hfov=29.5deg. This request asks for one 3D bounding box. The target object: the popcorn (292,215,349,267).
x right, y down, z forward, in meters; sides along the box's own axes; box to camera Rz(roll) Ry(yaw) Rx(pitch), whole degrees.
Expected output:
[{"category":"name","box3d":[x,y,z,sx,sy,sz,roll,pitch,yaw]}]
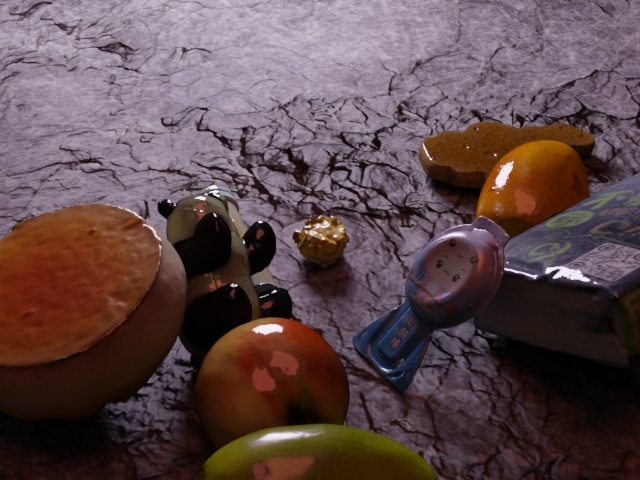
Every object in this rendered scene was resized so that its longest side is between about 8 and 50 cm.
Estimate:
[{"category":"popcorn","box3d":[0.000,0.000,1.750,0.083,0.057,0.082,5,43,-9]}]

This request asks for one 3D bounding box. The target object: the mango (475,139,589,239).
[{"category":"mango","box3d":[0.326,-0.068,1.825,0.154,0.126,0.252,36,49,9]}]

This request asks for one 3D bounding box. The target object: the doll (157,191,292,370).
[{"category":"doll","box3d":[-0.132,0.042,1.547,0.143,0.135,0.234,17,58,-58]}]

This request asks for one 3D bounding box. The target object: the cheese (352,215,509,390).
[{"category":"cheese","box3d":[0.149,0.073,1.577,0.244,0.052,0.135,-49,48,3]}]

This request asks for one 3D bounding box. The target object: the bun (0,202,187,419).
[{"category":"bun","box3d":[-0.299,0.101,1.471,0.299,0.164,0.298,-8,42,7]}]

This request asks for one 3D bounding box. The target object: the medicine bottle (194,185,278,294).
[{"category":"medicine bottle","box3d":[-0.121,0.015,1.700,0.074,0.074,0.218,-9,42,-20]}]

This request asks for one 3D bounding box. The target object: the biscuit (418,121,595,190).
[{"category":"biscuit","box3d":[0.314,-0.137,1.993,0.320,0.047,0.183,-20,48,-31]}]

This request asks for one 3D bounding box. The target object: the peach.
[{"category":"peach","box3d":[-0.058,0.176,1.415,0.184,0.184,0.184,5,37,-4]}]

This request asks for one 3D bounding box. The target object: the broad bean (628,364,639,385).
[{"category":"broad bean","box3d":[0.489,0.139,1.621,0.189,0.121,0.263,10,22,9]}]

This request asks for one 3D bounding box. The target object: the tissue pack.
[{"category":"tissue pack","box3d":[0.427,0.020,1.631,0.394,0.124,0.288,-26,21,-31]}]

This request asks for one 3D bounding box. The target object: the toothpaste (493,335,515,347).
[{"category":"toothpaste","box3d":[0.266,0.128,1.657,0.083,0.019,0.027,-21,17,-33]}]

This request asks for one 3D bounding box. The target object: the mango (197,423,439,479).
[{"category":"mango","box3d":[0.004,0.283,1.295,0.293,0.175,0.143,5,3,-20]}]
